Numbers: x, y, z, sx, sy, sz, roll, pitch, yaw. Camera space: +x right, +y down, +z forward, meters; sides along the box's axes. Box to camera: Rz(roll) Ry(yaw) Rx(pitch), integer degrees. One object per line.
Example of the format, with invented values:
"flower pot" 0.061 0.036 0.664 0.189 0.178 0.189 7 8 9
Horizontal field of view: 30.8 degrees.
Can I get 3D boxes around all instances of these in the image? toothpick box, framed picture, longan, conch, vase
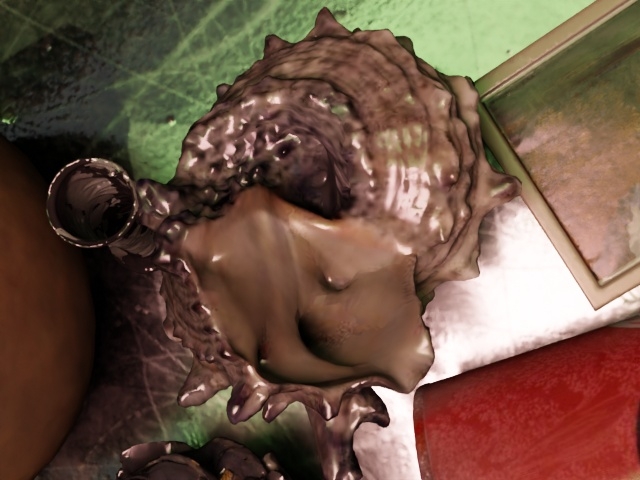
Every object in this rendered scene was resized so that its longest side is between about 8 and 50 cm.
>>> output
"toothpick box" 0.244 0.130 0.684 0.333 0.204 0.204 -19 85 14
"framed picture" 0.241 -0.092 0.782 0.250 0.016 0.184 -32 81 12
"longan" -0.292 0.046 0.782 0.297 0.297 0.297 0 89 14
"conch" 0.007 -0.006 0.737 0.240 0.186 0.313 -3 50 21
"vase" -0.136 -0.013 0.796 0.059 0.167 0.059 0 83 3

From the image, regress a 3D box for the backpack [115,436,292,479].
"backpack" -0.073 0.223 0.763 0.133 0.258 0.206 -24 77 -31
